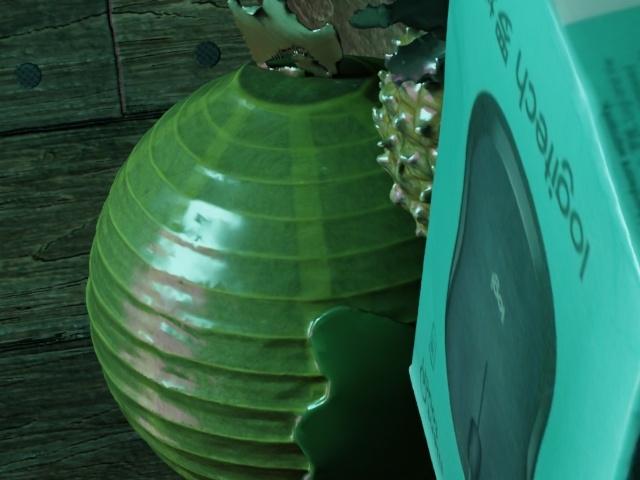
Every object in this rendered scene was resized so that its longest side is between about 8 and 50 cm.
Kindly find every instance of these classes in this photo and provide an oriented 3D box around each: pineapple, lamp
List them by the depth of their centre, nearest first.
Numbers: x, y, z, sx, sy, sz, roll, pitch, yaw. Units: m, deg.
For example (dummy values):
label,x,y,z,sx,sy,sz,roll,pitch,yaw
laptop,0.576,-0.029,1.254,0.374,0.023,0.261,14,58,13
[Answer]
label,x,y,z,sx,sy,sz,roll,pitch,yaw
pineapple,0.070,-0.076,0.686,0.251,0.125,0.125,83,177,-66
lamp,0.000,0.000,0.919,0.250,0.250,0.284,-108,7,-60

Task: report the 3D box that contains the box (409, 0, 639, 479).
label,x,y,z,sx,sy,sz,roll,pitch,yaw
box,0.108,0.030,0.576,0.311,0.118,0.205,91,171,-52
